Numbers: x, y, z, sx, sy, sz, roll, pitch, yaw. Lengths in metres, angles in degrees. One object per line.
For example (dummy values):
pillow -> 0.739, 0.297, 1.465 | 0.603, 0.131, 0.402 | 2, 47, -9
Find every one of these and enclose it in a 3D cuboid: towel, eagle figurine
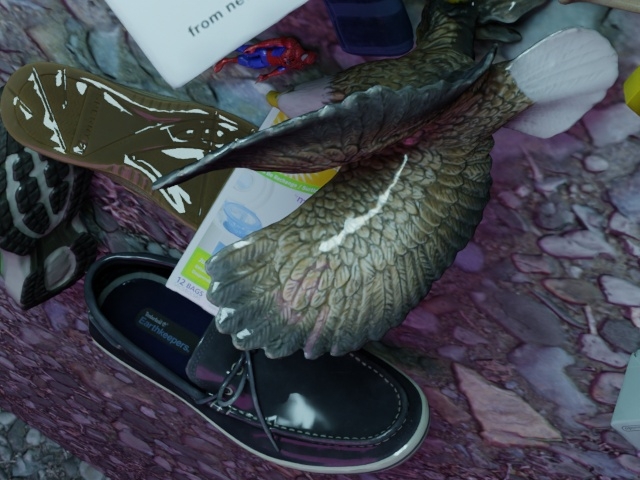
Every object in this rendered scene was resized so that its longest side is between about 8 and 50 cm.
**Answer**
towel -> 0.030, -0.193, 0.770 | 0.067, 0.029, 0.119 | 9, 145, 29
eagle figurine -> 0.039, -0.071, 0.679 | 0.226, 0.298, 0.225 | 40, 148, -19

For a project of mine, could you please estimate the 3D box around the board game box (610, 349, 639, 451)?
board game box -> 0.474, 0.217, 0.970 | 0.303, 0.097, 0.224 | 40, 149, -21

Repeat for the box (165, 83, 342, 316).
box -> -0.037, -0.026, 0.904 | 0.114, 0.103, 0.203 | 32, 106, -5

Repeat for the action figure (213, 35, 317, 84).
action figure -> -0.052, -0.164, 0.887 | 0.115, 0.030, 0.038 | 4, 138, 32

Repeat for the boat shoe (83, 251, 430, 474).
boat shoe -> -0.099, 0.148, 1.259 | 0.500, 0.186, 0.156 | 23, 156, 19

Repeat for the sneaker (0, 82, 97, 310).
sneaker -> -0.393, -0.068, 1.226 | 0.182, 0.158, 0.410 | 41, 148, 14

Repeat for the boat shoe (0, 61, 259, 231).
boat shoe -> -0.149, -0.092, 1.015 | 0.341, 0.121, 0.110 | 26, -175, -2

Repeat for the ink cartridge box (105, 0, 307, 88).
ink cartridge box -> -0.140, -0.310, 0.462 | 0.395, 0.166, 0.285 | 54, -177, -36

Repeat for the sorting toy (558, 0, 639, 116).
sorting toy -> 0.258, -0.163, 0.559 | 0.229, 0.041, 0.307 | 7, 152, -9
